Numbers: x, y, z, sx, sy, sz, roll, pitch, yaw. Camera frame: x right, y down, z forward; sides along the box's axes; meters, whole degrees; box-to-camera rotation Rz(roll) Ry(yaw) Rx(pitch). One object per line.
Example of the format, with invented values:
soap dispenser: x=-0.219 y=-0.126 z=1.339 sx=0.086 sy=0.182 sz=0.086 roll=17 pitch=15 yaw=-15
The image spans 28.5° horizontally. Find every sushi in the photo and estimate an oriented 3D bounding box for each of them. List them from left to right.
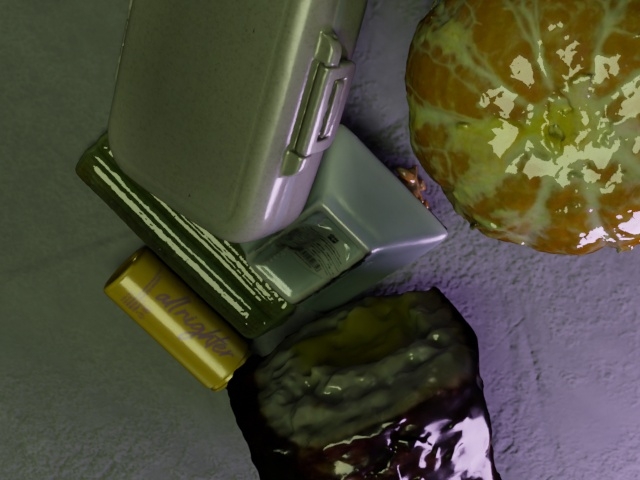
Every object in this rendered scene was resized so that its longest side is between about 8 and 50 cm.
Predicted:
sushi: x=0.060 y=0.243 z=1.487 sx=0.299 sy=0.281 sz=0.294 roll=-11 pitch=121 yaw=10

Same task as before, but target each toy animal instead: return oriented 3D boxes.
toy animal: x=0.079 y=-0.049 z=1.453 sx=0.083 sy=0.060 sz=0.081 roll=-17 pitch=153 yaw=19

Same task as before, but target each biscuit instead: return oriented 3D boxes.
biscuit: x=-0.163 y=-0.002 z=1.540 sx=0.099 sy=0.038 sz=0.322 roll=-38 pitch=102 yaw=29

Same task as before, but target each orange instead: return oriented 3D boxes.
orange: x=0.247 y=-0.146 z=1.250 sx=0.329 sy=0.249 sz=0.329 roll=2 pitch=112 yaw=4

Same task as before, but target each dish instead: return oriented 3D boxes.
dish: x=0.000 y=0.000 z=1.441 sx=0.182 sy=0.080 sz=0.243 roll=45 pitch=136 yaw=-9

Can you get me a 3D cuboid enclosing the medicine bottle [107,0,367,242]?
medicine bottle: x=-0.090 y=-0.198 z=1.325 sx=0.282 sy=0.123 sz=0.375 roll=34 pitch=121 yaw=28

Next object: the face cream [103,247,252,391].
face cream: x=-0.149 y=0.128 z=1.585 sx=0.078 sy=0.078 sz=0.273 roll=-38 pitch=104 yaw=27
